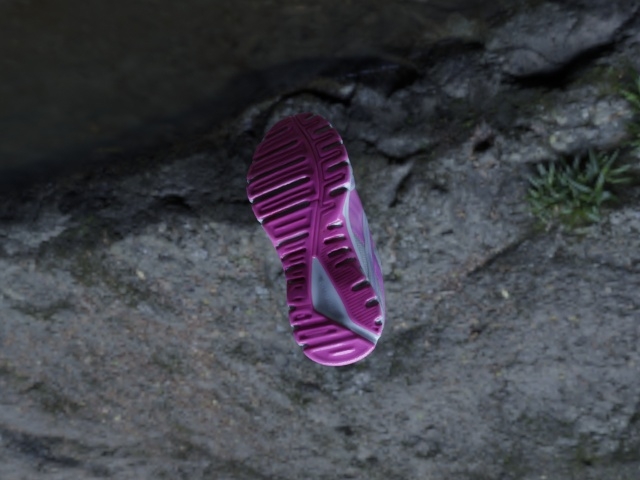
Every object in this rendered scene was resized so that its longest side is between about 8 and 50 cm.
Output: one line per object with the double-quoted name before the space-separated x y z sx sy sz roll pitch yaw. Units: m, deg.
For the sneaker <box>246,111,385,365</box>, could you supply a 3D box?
"sneaker" 0.000 0.000 0.748 0.103 0.252 0.111 -13 166 9
